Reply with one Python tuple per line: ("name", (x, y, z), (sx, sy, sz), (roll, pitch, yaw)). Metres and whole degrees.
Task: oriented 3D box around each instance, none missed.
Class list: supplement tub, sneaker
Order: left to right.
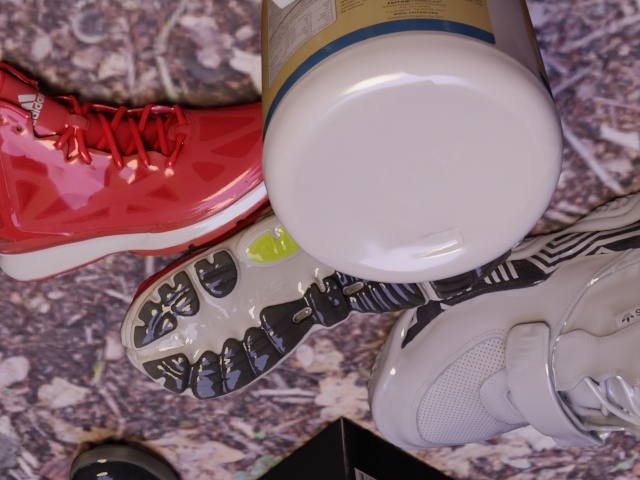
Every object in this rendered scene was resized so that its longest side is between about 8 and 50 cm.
("sneaker", (-0.129, -0.056, 0.808), (0.221, 0.087, 0.128), (-22, 131, 14))
("sneaker", (-0.145, 0.266, 1.069), (0.087, 0.130, 0.227), (-6, 130, 0))
("sneaker", (0.000, 0.000, 0.860), (0.279, 0.118, 0.107), (-22, 104, -10))
("supplement tub", (0.041, -0.091, 0.707), (0.144, 0.199, 0.144), (-1, 132, -1))
("sneaker", (0.192, 0.092, 0.873), (0.366, 0.210, 0.137), (-28, 127, 20))

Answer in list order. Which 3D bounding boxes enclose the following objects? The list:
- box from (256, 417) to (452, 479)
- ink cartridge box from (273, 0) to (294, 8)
("box", (0.052, 0.277, 1.107), (0.261, 0.103, 0.184), (34, 119, -29))
("ink cartridge box", (0.008, -0.225, 0.632), (0.176, 0.127, 0.128), (-30, 127, 22))
